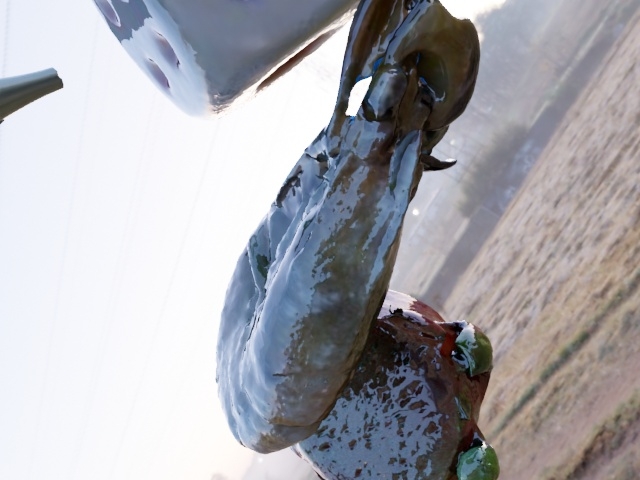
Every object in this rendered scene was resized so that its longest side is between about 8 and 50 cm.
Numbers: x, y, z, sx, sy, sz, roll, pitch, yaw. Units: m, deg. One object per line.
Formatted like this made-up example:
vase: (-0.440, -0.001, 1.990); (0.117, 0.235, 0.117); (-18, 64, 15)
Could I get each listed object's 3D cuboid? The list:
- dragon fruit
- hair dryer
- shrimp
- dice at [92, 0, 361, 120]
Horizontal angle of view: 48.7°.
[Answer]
dragon fruit: (0.074, 0.186, 0.824); (0.268, 0.295, 0.130); (-55, -17, 4)
hair dryer: (-0.376, -0.186, 0.852); (0.167, 0.067, 0.199); (-34, 15, -36)
shrimp: (0.000, 0.000, 0.608); (0.446, 0.110, 0.221); (-62, 31, 32)
dice: (-0.079, -0.227, 0.593); (0.194, 0.192, 0.193); (-41, 8, -13)
